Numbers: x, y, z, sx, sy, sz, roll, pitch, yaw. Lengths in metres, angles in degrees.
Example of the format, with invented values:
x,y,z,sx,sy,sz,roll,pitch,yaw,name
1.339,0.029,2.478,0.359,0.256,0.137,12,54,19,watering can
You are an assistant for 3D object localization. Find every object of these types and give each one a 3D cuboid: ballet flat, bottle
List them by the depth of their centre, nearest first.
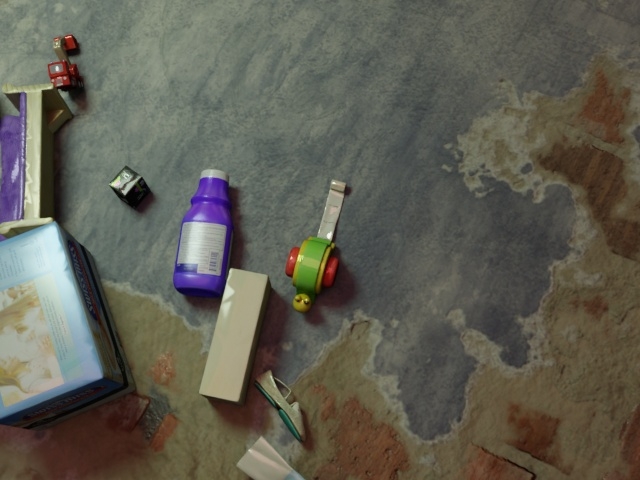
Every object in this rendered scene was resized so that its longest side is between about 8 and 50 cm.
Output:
x,y,z,sx,sy,sz,roll,pitch,yaw,name
-0.073,0.342,1.499,0.052,0.057,0.168,-35,75,-20,ballet flat
-0.254,-0.018,1.598,0.118,0.092,0.283,4,72,1,bottle

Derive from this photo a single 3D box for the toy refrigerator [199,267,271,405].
x,y,z,sx,sy,sz,roll,pitch,yaw,name
-0.181,0.205,1.520,0.094,0.102,0.270,10,73,4,toy refrigerator

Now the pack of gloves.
x,y,z,sx,sy,sz,roll,pitch,yaw,name
-0.097,0.547,1.447,0.232,0.046,0.195,41,91,13,pack of gloves

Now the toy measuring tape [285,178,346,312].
x,y,z,sx,sy,sz,roll,pitch,yaw,name
0.000,0.000,1.579,0.121,0.121,0.330,15,73,6,toy measuring tape

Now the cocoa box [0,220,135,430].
x,y,z,sx,sy,sz,roll,pitch,yaw,name
-0.564,0.180,1.465,0.231,0.228,0.347,-21,73,-6,cocoa box

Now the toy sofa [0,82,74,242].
x,y,z,sx,sy,sz,roll,pitch,yaw,name
-0.668,-0.163,1.621,0.177,0.150,0.363,-6,72,-2,toy sofa

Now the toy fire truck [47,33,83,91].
x,y,z,sx,sy,sz,roll,pitch,yaw,name
-0.614,-0.428,1.714,0.047,0.192,0.135,-13,101,-3,toy fire truck

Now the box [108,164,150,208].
x,y,z,sx,sy,sz,roll,pitch,yaw,name
-0.436,-0.122,1.638,0.052,0.083,0.062,35,76,11,box
